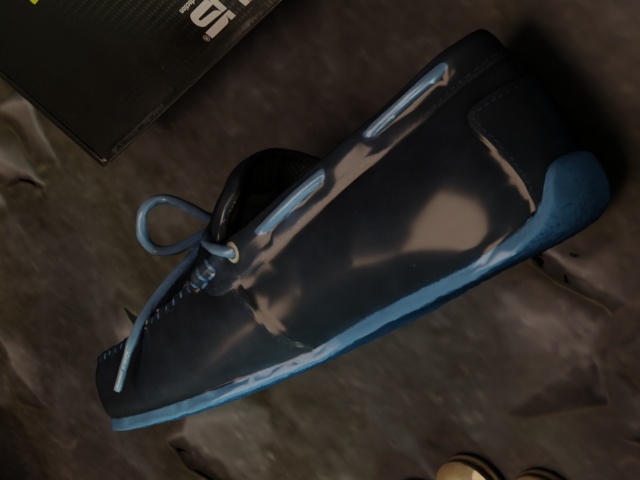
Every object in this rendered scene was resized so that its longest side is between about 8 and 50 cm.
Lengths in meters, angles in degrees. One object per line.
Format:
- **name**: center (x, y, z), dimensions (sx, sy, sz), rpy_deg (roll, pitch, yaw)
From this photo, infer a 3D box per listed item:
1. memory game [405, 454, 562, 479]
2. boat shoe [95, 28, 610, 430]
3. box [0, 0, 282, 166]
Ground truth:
- **memory game**: center (0.093, 0.175, 0.719), dimensions (0.186, 0.012, 0.186), rpy_deg (26, 130, 34)
- **boat shoe**: center (0.000, 0.000, 0.659), dimensions (0.258, 0.109, 0.089), rpy_deg (-29, 84, 34)
- **box**: center (-0.105, -0.137, 0.666), dimensions (0.184, 0.045, 0.190), rpy_deg (44, 141, -10)
